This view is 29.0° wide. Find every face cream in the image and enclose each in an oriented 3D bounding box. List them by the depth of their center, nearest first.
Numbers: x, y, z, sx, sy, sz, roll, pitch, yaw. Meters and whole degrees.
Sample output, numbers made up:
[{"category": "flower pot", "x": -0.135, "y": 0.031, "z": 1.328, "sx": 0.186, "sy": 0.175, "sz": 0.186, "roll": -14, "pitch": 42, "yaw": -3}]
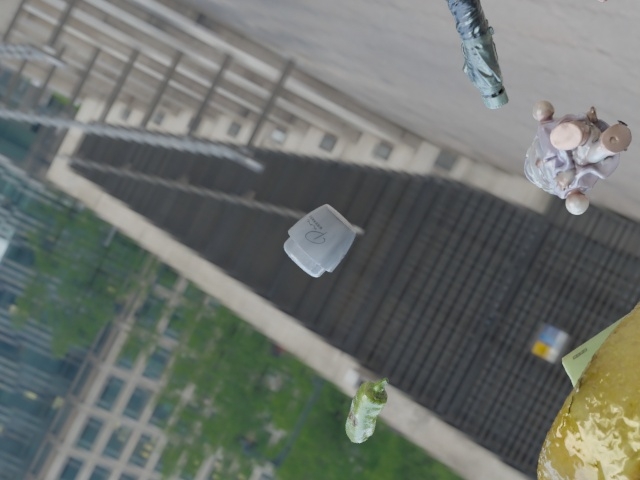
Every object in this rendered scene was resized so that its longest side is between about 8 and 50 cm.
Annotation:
[{"category": "face cream", "x": 0.000, "y": 0.000, "z": 1.873, "sx": 0.091, "sy": 0.095, "sz": 0.091, "roll": 43, "pitch": -173, "yaw": -7}]

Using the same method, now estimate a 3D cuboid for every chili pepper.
[{"category": "chili pepper", "x": 0.052, "y": 0.229, "z": 1.563, "sx": 0.043, "sy": 0.049, "sz": 0.208, "roll": 4, "pitch": 152, "yaw": -5}]

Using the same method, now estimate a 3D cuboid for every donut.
[{"category": "donut", "x": 0.318, "y": 0.158, "z": 1.198, "sx": 0.110, "sy": 0.303, "sz": 0.303, "roll": 34, "pitch": -176, "yaw": 23}]

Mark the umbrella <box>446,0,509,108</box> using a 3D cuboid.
[{"category": "umbrella", "x": 0.199, "y": -0.251, "z": 1.574, "sx": 0.050, "sy": 0.046, "sz": 0.188, "roll": 32, "pitch": 156, "yaw": 49}]

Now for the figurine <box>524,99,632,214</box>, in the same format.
[{"category": "figurine", "x": 0.418, "y": -0.147, "z": 2.031, "sx": 0.276, "sy": 0.133, "sz": 0.200, "roll": 117, "pitch": 133, "yaw": -83}]

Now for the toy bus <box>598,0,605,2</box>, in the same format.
[{"category": "toy bus", "x": 0.423, "y": -0.458, "z": 1.949, "sx": 0.174, "sy": 0.079, "sz": 0.077, "roll": 52, "pitch": 153, "yaw": 9}]

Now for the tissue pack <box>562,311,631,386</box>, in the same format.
[{"category": "tissue pack", "x": 0.553, "y": 0.219, "z": 2.117, "sx": 0.125, "sy": 0.234, "sz": 0.159, "roll": 31, "pitch": -149, "yaw": -40}]
